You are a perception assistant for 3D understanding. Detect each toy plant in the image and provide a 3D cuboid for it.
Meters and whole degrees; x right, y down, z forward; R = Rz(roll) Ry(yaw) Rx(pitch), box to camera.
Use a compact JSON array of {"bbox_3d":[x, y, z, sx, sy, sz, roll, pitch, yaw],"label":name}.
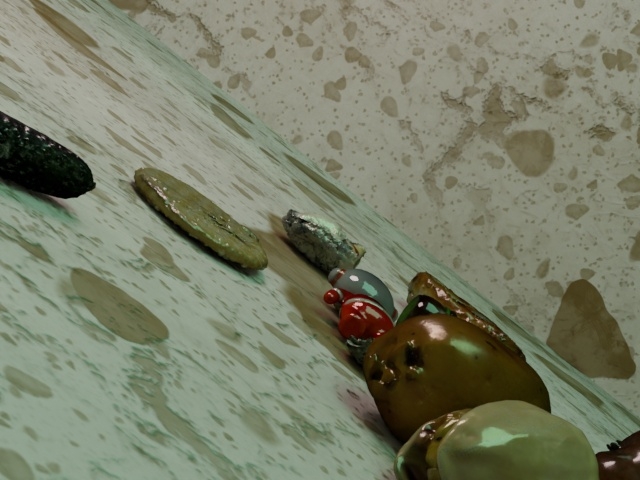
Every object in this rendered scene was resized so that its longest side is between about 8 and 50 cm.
[{"bbox_3d":[0.204,0.162,1.811,0.162,0.093,0.093,37,8,-4],"label":"toy plant"}]

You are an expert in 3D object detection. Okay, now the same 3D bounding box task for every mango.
[{"bbox_3d":[0.166,0.181,1.310,0.287,0.153,0.201,31,7,-48],"label":"mango"}]

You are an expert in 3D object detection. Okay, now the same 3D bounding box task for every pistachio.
[{"bbox_3d":[0.178,0.237,1.119,0.229,0.157,0.157,17,19,-35],"label":"pistachio"}]

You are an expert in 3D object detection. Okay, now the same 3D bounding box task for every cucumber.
[{"bbox_3d":[-0.314,-0.094,1.089,0.067,0.067,0.245,43,7,33],"label":"cucumber"}]

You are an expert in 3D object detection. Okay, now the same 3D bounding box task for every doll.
[{"bbox_3d":[0.063,0.097,1.620,0.142,0.076,0.245,37,11,-12],"label":"doll"}]

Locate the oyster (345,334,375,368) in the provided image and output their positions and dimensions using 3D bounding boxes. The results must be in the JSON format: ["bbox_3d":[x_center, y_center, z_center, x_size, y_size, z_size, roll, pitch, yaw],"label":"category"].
[{"bbox_3d":[0.110,0.174,1.459,0.177,0.064,0.125,28,-7,3],"label":"oyster"}]

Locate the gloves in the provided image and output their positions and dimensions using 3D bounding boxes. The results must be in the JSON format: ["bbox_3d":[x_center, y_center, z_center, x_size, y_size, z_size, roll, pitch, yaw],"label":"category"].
[{"bbox_3d":[-0.002,0.003,1.885,0.153,0.070,0.114,39,14,7],"label":"gloves"}]

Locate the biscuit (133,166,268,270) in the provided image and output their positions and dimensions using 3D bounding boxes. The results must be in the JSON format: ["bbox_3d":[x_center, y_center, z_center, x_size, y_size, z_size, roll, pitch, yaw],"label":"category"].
[{"bbox_3d":[-0.159,-0.031,1.508,0.219,0.033,0.220,36,8,-6],"label":"biscuit"}]

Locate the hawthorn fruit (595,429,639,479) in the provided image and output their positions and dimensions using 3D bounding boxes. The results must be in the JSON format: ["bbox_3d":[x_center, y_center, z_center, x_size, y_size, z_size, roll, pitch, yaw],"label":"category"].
[{"bbox_3d":[0.390,0.347,1.288,0.248,0.208,0.208,65,14,11],"label":"hawthorn fruit"}]

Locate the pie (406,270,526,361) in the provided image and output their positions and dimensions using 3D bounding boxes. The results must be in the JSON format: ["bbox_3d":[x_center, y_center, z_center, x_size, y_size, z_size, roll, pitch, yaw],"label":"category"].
[{"bbox_3d":[0.276,0.166,2.133,0.308,0.085,0.308,38,3,-2],"label":"pie"}]
